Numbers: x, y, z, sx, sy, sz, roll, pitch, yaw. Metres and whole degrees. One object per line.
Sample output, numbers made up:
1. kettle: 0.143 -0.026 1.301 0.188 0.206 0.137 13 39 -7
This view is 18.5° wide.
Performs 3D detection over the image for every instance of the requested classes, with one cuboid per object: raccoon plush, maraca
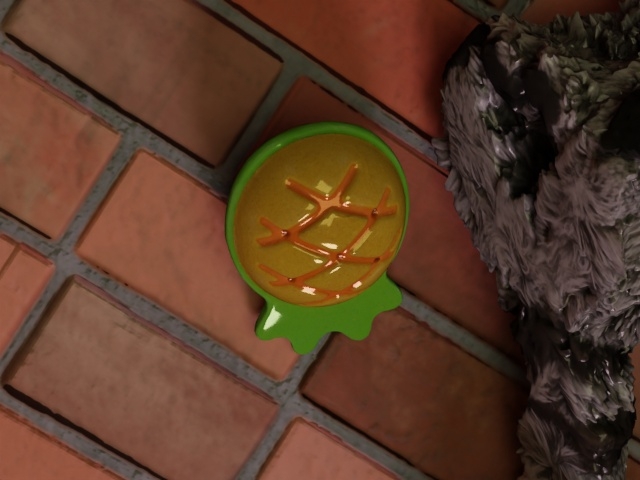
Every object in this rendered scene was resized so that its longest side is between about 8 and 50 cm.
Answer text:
1. raccoon plush: 0.251 -0.037 1.375 0.299 0.216 0.446 -21 135 -26
2. maraca: 0.000 0.000 1.318 0.127 0.099 0.186 -12 128 -7
